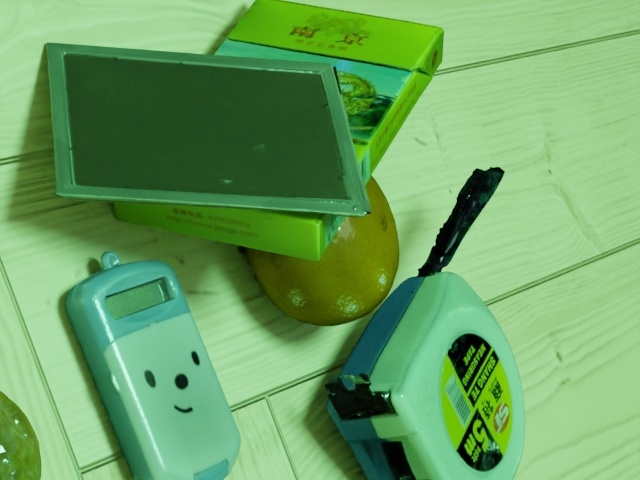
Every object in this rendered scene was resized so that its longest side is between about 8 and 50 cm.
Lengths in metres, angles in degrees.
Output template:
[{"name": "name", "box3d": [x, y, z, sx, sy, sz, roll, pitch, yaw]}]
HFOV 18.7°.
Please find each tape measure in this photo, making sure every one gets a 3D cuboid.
[{"name": "tape measure", "box3d": [0.127, 0.105, 1.834, 0.215, 0.098, 0.351, 62, 39, -25]}]

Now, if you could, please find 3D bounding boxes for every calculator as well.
[{"name": "calculator", "box3d": [-0.134, 0.106, 1.569, 0.121, 0.039, 0.210, -18, 85, -56]}]

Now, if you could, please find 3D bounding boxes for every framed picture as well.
[{"name": "framed picture", "box3d": [-0.096, -0.090, 1.590, 0.252, 0.014, 0.197, 3, 42, -15]}]

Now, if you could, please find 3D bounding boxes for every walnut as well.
[{"name": "walnut", "box3d": [-0.247, 0.152, 1.345, 0.105, 0.105, 0.124, 3, 69, -52]}]

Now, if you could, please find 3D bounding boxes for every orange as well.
[{"name": "orange", "box3d": [0.000, 0.000, 1.732, 0.156, 0.124, 0.156, -14, 90, -70]}]

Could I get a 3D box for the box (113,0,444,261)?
[{"name": "box", "box3d": [-0.029, -0.107, 1.709, 0.335, 0.187, 0.047, -58, 153, -49]}]
